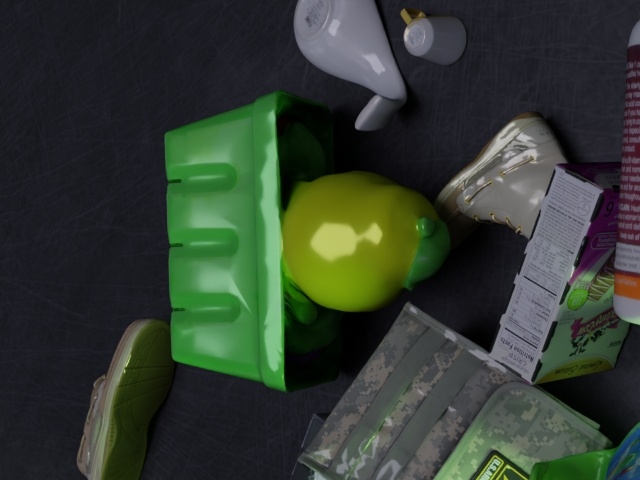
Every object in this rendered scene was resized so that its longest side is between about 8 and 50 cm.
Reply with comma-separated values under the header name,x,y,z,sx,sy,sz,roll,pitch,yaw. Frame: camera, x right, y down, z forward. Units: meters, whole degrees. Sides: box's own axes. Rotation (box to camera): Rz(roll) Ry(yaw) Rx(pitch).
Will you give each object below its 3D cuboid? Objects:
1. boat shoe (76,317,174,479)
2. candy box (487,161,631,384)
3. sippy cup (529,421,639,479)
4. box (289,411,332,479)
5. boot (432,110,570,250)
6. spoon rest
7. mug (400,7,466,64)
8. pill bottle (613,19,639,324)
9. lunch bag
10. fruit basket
name,x,y,z,sx,sy,sz,roll,pitch,yaw
boat shoe,-0.300,0.238,2.254,0.098,0.109,0.302,34,119,37
candy box,0.288,0.034,1.645,0.071,0.159,0.233,34,117,38
sippy cup,0.367,0.288,1.497,0.305,0.224,0.240,-28,83,29
box,0.077,0.393,1.911,0.307,0.077,0.242,33,112,39
boot,0.227,-0.023,1.768,0.213,0.077,0.165,-50,60,28
spoon rest,0.041,-0.243,1.955,0.137,0.084,0.276,-51,45,30
mug,0.130,-0.250,1.865,0.078,0.064,0.062,20,104,42
pill bottle,0.411,-0.110,1.490,0.224,0.224,0.392,6,95,43
lunch bag,0.160,0.249,1.728,0.287,0.169,0.235,33,84,33
fruit basket,0.000,0.000,1.874,0.392,0.283,0.392,0,89,17
